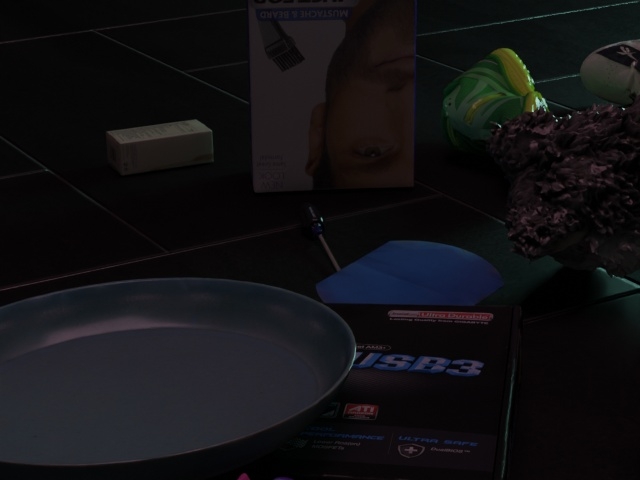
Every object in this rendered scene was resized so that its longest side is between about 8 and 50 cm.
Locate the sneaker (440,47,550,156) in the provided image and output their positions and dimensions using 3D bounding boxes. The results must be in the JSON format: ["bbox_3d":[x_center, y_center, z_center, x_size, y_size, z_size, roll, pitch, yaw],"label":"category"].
[{"bbox_3d":[0.208,-0.127,1.856,0.123,0.109,0.295,-26,23,7],"label":"sneaker"}]

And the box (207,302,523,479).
[{"bbox_3d":[-0.003,0.128,1.181,0.295,0.073,0.293,2,22,10],"label":"box"}]

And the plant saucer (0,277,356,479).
[{"bbox_3d":[-0.132,0.100,1.108,0.317,0.044,0.317,-4,19,1],"label":"plant saucer"}]

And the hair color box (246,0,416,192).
[{"bbox_3d":[0.010,-0.229,1.760,0.185,0.339,0.110,-2,22,-4],"label":"hair color box"}]

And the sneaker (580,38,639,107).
[{"bbox_3d":[0.419,-0.191,1.988,0.235,0.094,0.153,20,19,24],"label":"sneaker"}]

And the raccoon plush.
[{"bbox_3d":[0.334,-0.139,1.420,0.299,0.446,0.216,8,32,-13],"label":"raccoon plush"}]

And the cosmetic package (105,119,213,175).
[{"bbox_3d":[-0.189,-0.110,1.880,0.115,0.041,0.060,-9,21,-21],"label":"cosmetic package"}]

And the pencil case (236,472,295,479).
[{"bbox_3d":[0.060,0.202,0.936,0.236,0.104,0.104,7,22,19],"label":"pencil case"}]

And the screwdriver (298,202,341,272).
[{"bbox_3d":[0.000,0.000,1.602,0.025,0.024,0.170,24,16,-17],"label":"screwdriver"}]

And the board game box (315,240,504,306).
[{"bbox_3d":[0.082,0.052,1.440,0.133,0.033,0.168,20,34,34],"label":"board game box"}]
